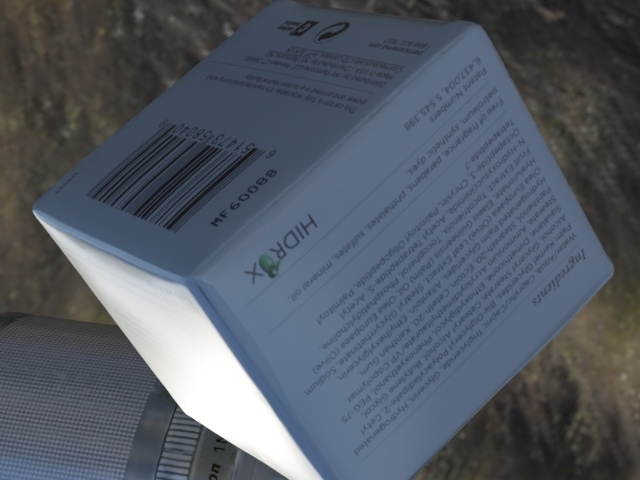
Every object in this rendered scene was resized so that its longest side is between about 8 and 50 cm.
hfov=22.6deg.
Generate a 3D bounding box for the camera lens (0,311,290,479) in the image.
[{"bbox_3d":[-0.120,0.167,1.030,0.274,0.219,0.219,6,153,16],"label":"camera lens"}]

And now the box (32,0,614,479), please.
[{"bbox_3d":[0.000,0.000,0.428,0.101,0.102,0.087,19,147,57],"label":"box"}]
